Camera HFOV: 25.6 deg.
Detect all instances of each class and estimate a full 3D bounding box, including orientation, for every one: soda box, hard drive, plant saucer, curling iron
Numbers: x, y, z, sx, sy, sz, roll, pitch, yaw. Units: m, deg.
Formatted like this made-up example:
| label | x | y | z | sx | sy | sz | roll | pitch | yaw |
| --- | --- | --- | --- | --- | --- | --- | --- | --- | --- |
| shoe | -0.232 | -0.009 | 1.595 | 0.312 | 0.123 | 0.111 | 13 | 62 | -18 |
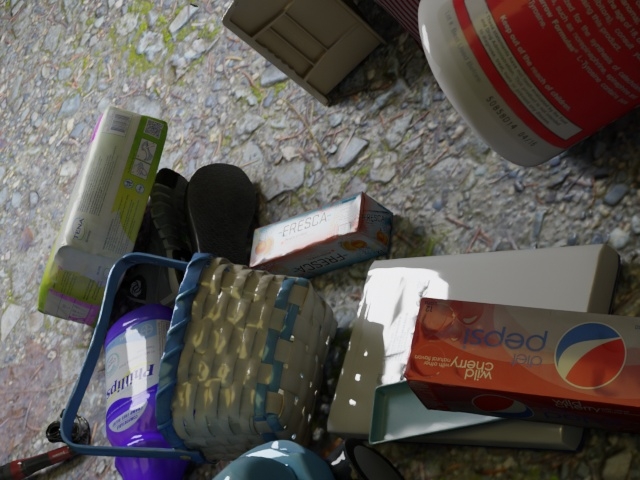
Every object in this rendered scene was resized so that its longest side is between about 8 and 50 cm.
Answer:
| label | x | y | z | sx | sy | sz | roll | pitch | yaw |
| --- | --- | --- | --- | --- | --- | --- | --- | --- | --- |
| soda box | 0.217 | 0.118 | 1.317 | 0.263 | 0.083 | 0.092 | 4 | 66 | 25 |
| hard drive | 0.155 | 0.113 | 1.491 | 0.319 | 0.040 | 0.210 | -5 | 61 | 46 |
| plant saucer | 0.129 | 0.166 | 1.435 | 0.192 | 0.018 | 0.067 | -17 | 53 | 39 |
| curling iron | -0.421 | 0.312 | 1.983 | 0.274 | 0.035 | 0.068 | -31 | 40 | 28 |
| soda box | 0.000 | 0.000 | 1.720 | 0.183 | 0.063 | 0.058 | -18 | 52 | 38 |

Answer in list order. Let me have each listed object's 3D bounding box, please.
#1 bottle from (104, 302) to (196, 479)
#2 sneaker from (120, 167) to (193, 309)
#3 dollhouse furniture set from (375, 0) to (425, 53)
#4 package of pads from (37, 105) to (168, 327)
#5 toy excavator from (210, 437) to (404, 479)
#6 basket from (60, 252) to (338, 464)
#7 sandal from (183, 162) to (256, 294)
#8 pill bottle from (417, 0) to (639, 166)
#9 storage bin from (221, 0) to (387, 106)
| label | x | y | z | sx | sy | sz | roll | pitch | yaw |
| --- | --- | --- | --- | --- | --- | --- | --- | --- | --- |
| bottle | -0.214 | 0.217 | 1.776 | 0.118 | 0.092 | 0.282 | -33 | 44 | 27 |
| sneaker | -0.232 | 0.012 | 1.950 | 0.132 | 0.086 | 0.228 | -37 | 43 | 28 |
| dollhouse furniture set | 0.199 | -0.402 | 1.678 | 0.374 | 0.201 | 0.152 | -44 | 39 | 14 |
| package of pads | -0.305 | -0.021 | 1.941 | 0.296 | 0.101 | 0.229 | 128 | 158 | -63 |
| toy excavator | -0.080 | 0.331 | 1.263 | 0.222 | 0.445 | 0.433 | -46 | 39 | 15 |
| basket | -0.142 | 0.143 | 1.637 | 0.289 | 0.201 | 0.254 | 8 | 66 | 16 |
| sandal | -0.138 | 0.002 | 1.854 | 0.054 | 0.097 | 0.254 | 123 | 153 | -47 |
| pill bottle | 0.319 | -0.265 | 1.427 | 0.408 | 0.229 | 0.229 | -32 | 44 | 29 |
| storage bin | -0.073 | -0.350 | 1.852 | 0.123 | 0.260 | 0.262 | -41 | 52 | 13 |
